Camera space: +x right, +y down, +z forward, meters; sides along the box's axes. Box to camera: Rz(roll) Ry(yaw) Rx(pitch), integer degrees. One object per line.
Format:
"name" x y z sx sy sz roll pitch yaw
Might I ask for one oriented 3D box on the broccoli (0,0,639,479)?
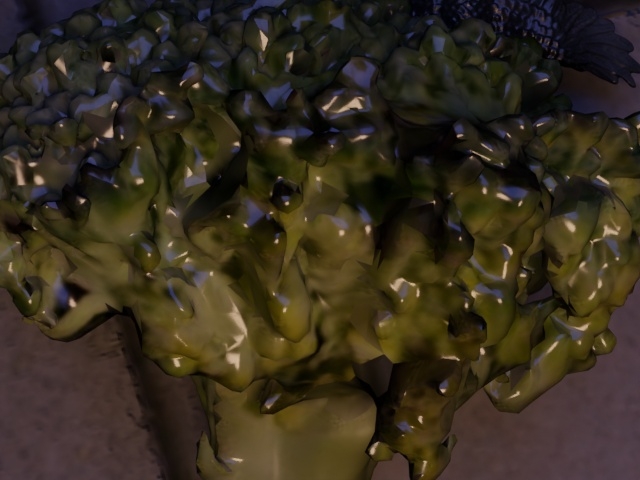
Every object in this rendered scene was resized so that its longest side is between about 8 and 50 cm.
"broccoli" -0.004 -0.024 0.813 0.324 0.334 0.272 -32 103 1

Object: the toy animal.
"toy animal" 0.082 -0.136 0.979 0.220 0.062 0.108 13 52 -5
